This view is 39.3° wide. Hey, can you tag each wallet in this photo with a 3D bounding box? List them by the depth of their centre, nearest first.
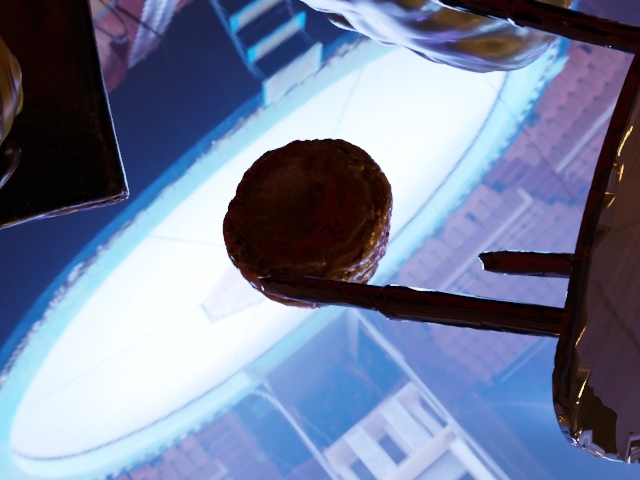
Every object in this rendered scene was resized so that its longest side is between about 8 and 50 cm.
[{"bbox_3d":[-0.260,-0.158,0.712,0.173,0.317,0.045,-14,165,-1],"label":"wallet"}]

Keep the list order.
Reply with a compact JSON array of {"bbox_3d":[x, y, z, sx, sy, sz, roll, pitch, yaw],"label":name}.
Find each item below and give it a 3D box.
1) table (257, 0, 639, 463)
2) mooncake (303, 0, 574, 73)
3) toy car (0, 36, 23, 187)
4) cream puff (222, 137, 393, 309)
[{"bbox_3d":[0.151,-0.018,0.595,0.317,0.249,0.317,-10,105,-43],"label":"table"},{"bbox_3d":[0.084,-0.278,0.829,0.187,0.352,0.351,-69,163,3],"label":"mooncake"},{"bbox_3d":[-0.292,-0.065,0.539,0.247,0.200,0.142,-58,-155,-14],"label":"toy car"},{"bbox_3d":[0.000,0.000,0.960,0.183,0.183,0.169,-39,151,-8],"label":"cream puff"}]
